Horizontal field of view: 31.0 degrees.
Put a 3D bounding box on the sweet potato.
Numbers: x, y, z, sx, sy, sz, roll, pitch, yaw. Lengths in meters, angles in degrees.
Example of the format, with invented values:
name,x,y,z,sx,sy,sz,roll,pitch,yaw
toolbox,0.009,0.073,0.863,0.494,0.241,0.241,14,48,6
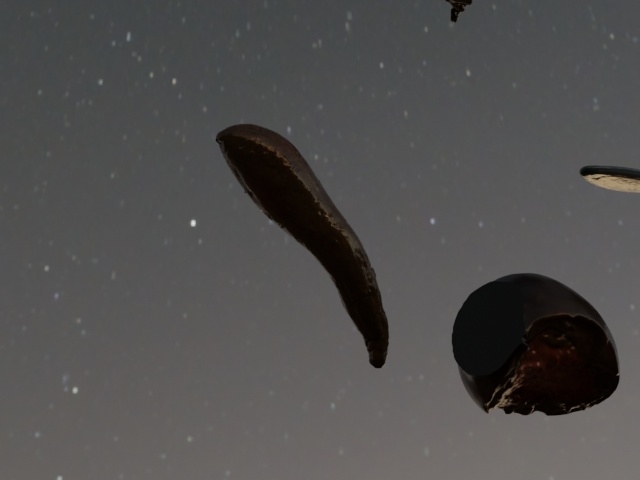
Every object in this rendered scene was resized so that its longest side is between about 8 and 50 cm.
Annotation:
name,x,y,z,sx,sy,sz,roll,pitch,yaw
sweet potato,0.001,0.000,0.838,0.050,0.050,0.214,-29,-74,26

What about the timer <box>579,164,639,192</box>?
name,x,y,z,sx,sy,sz,roll,pitch,yaw
timer,0.388,-0.044,1.160,0.175,0.175,0.255,-43,-12,35

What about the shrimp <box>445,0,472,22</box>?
name,x,y,z,sx,sy,sz,roll,pitch,yaw
shrimp,0.136,-0.421,1.364,0.068,0.287,0.185,-23,-9,-9

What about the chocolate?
name,x,y,z,sx,sy,sz,roll,pitch,yaw
chocolate,0.187,0.098,0.980,0.124,0.127,0.133,-14,-43,43
